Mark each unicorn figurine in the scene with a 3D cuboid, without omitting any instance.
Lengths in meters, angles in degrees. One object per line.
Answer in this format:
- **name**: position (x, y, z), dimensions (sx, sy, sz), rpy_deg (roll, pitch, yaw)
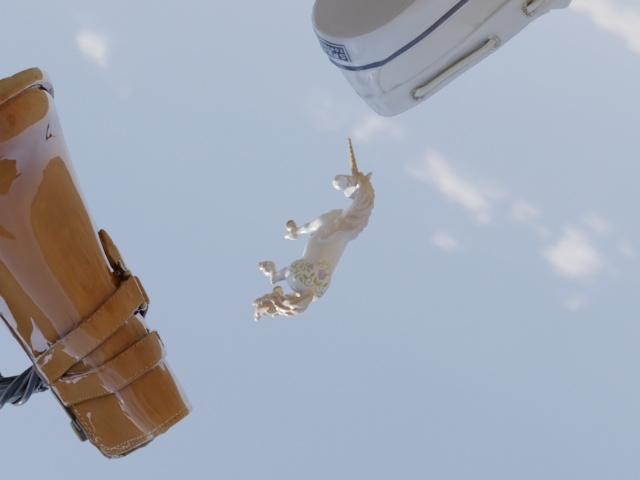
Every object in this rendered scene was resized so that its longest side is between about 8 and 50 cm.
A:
- **unicorn figurine**: position (0.000, 0.000, 1.777), dimensions (0.060, 0.162, 0.111), rpy_deg (22, 165, -29)

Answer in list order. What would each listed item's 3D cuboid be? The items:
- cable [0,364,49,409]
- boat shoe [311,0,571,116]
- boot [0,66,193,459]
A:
- **cable**: position (-0.268, 0.065, 1.762), dimensions (0.047, 0.184, 0.150), rpy_deg (-7, -114, -52)
- **boat shoe**: position (0.121, -0.172, 1.166), dimensions (0.096, 0.267, 0.088), rpy_deg (41, 169, 49)
- **boot**: position (-0.160, 0.027, 1.195), dimensions (0.220, 0.109, 0.283), rpy_deg (60, 166, 7)
